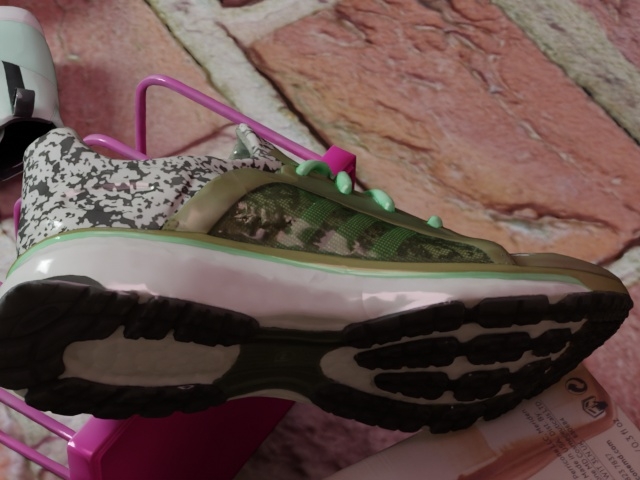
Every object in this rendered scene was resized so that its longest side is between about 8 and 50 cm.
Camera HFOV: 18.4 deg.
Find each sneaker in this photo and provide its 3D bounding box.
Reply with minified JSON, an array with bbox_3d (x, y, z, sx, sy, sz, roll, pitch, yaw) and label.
[{"bbox_3d":[-0.319,-0.100,1.492,0.256,0.094,0.151,-11,48,-17],"label":"sneaker"},{"bbox_3d":[0.000,0.000,1.179,0.410,0.158,0.182,6,54,-24],"label":"sneaker"}]

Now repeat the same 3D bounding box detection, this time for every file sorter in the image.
[{"bbox_3d":[-0.131,0.061,1.324,0.182,0.202,0.291,27,54,19],"label":"file sorter"}]

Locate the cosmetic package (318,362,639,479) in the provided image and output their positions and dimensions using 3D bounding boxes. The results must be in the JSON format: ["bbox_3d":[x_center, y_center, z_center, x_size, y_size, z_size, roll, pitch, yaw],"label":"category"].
[{"bbox_3d":[0.070,0.214,1.253,0.296,0.153,0.129,-23,55,-23],"label":"cosmetic package"}]
